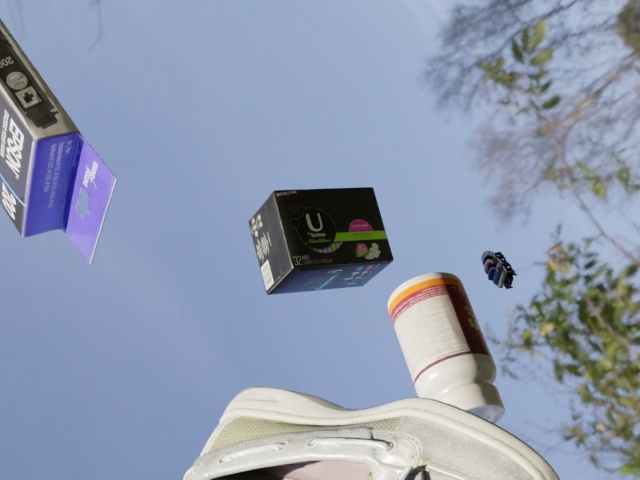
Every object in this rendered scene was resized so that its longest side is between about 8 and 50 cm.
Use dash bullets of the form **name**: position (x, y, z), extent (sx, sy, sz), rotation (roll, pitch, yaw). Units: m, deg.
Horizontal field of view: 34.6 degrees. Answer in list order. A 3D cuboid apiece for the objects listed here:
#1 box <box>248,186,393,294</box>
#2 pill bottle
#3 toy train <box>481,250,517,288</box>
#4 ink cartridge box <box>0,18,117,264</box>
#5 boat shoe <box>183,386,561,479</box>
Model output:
- **box**: position (0.000, 0.000, 0.744), extent (0.083, 0.052, 0.062), rotation (-4, -113, -28)
- **pill bottle**: position (0.184, 0.166, 1.498), extent (0.121, 0.121, 0.221), rotation (15, -135, -40)
- **toy train**: position (0.248, 0.039, 1.448), extent (0.036, 0.027, 0.158), rotation (16, -169, -1)
- **ink cartridge box**: position (-0.260, -0.085, 0.883), extent (0.045, 0.206, 0.208), rotation (-34, -98, -27)
- **boat shoe**: position (0.031, 0.184, 0.768), extent (0.103, 0.320, 0.118), rotation (-50, -51, -36)
